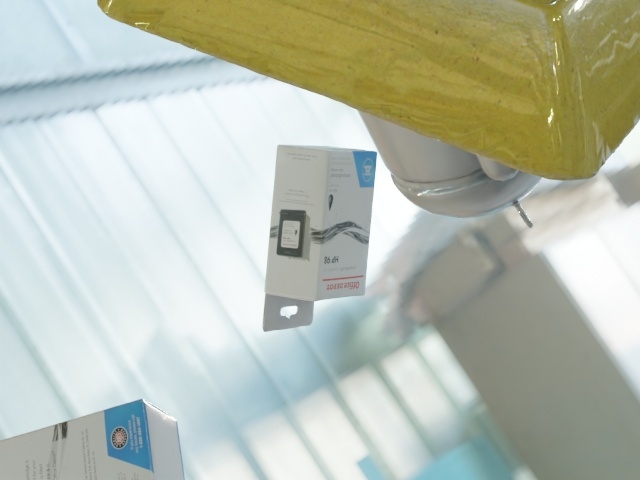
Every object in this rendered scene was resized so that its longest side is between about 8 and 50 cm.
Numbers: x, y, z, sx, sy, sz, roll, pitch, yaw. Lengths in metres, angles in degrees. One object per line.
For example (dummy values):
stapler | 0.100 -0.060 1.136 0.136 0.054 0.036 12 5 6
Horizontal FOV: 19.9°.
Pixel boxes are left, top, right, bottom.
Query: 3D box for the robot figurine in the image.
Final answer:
robot figurine | 0.137 -0.168 1.992 0.200 0.353 0.300 -28 30 2

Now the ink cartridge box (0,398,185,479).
ink cartridge box | -0.230 0.249 1.759 0.191 0.139 0.082 -18 -26 18

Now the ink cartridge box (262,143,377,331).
ink cartridge box | 0.000 0.000 1.751 0.060 0.180 0.104 7 6 28

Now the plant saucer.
plant saucer | 0.080 -0.189 1.180 0.333 0.333 0.081 -44 -31 -50
